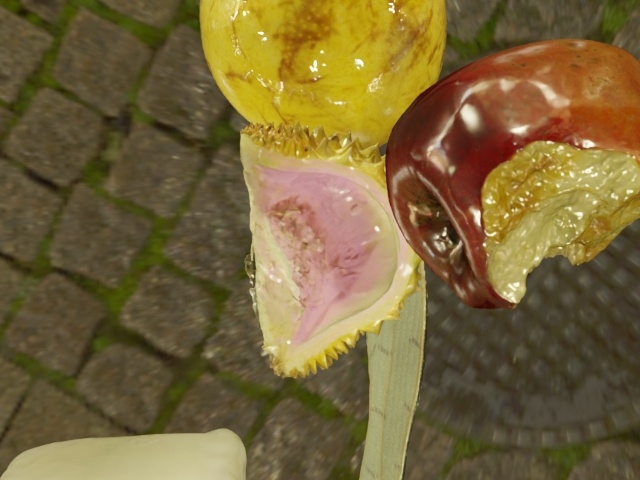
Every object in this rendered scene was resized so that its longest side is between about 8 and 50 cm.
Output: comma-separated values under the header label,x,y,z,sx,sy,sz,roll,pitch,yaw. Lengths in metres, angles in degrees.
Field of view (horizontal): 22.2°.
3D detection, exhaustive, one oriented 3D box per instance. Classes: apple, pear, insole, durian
label,x,y,z,sx,sy,sz,roll,pitch,yaw
apple,0.125,-0.047,0.970,0.158,0.156,0.147,-30,62,-15
pear,0.006,-0.231,1.741,0.281,0.281,0.280,0,91,8
insole,0.062,0.151,1.522,0.009,0.119,0.348,1,103,-24
durian,-0.001,-0.002,1.202,0.132,0.165,0.182,-22,86,-22

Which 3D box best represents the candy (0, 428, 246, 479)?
label,x,y,z,sx,sy,sz,roll,pitch,yaw
candy,-0.114,0.241,0.792,0.145,0.358,0.208,-1,103,4
